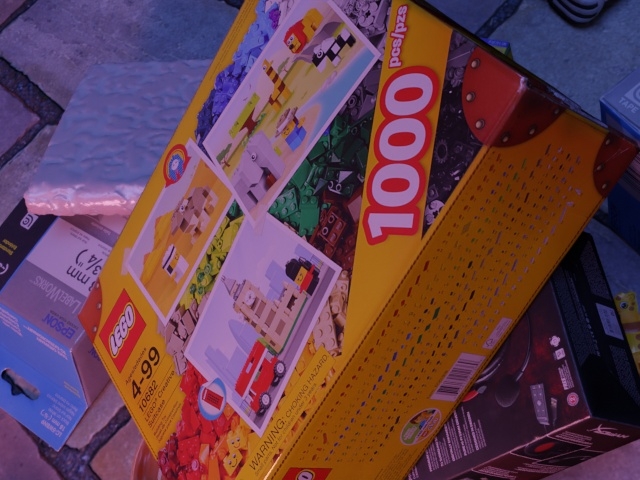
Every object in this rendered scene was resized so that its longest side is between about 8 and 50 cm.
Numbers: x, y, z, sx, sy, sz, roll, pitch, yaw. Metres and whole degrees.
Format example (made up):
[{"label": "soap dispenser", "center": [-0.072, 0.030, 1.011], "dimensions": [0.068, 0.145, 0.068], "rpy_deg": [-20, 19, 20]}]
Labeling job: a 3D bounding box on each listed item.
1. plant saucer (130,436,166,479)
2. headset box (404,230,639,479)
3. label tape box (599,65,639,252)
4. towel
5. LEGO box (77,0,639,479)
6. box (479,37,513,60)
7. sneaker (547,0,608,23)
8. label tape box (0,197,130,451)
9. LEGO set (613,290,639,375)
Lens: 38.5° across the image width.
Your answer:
[{"label": "plant saucer", "center": [-0.126, 0.270, 1.078], "dimensions": [0.200, 0.037, 0.200], "rpy_deg": [-8, 60, 15]}, {"label": "headset box", "center": [0.162, 0.140, 0.940], "dimensions": [0.293, 0.110, 0.218], "rpy_deg": [-37, 49, 39]}, {"label": "label tape box", "center": [0.465, -0.151, 0.971], "dimensions": [0.347, 0.249, 0.115], "rpy_deg": [-40, 55, -5]}, {"label": "towel", "center": [-0.198, -0.145, 1.250], "dimensions": [0.331, 0.053, 0.317], "rpy_deg": [-1, 43, 7]}, {"label": "LEGO box", "center": [0.000, 0.000, 0.917], "dimensions": [0.372, 0.193, 0.500], "rpy_deg": [47, 113, 42]}, {"label": "box", "center": [0.176, -0.193, 1.226], "dimensions": [0.105, 0.043, 0.179], "rpy_deg": [15, 70, 27]}, {"label": "sneaker", "center": [0.339, -0.432, 1.277], "dimensions": [0.162, 0.106, 0.281], "rpy_deg": [-32, 66, -6]}, {"label": "label tape box", "center": [-0.350, 0.072, 1.231], "dimensions": [0.240, 0.106, 0.334], "rpy_deg": [25, 73, 30]}, {"label": "LEGO set", "center": [0.309, 0.112, 0.979], "dimensions": [0.227, 0.087, 0.093], "rpy_deg": [-8, 60, 15]}]
